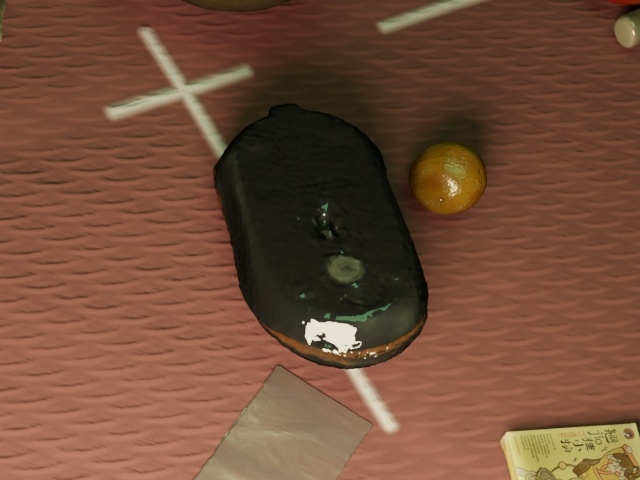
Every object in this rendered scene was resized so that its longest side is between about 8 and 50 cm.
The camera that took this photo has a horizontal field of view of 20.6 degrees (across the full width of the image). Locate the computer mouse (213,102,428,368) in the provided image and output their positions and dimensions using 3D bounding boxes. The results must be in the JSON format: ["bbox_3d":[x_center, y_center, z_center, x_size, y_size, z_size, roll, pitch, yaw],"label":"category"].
[{"bbox_3d":[-0.001,0.004,1.754,0.183,0.116,0.323,-5,49,-15],"label":"computer mouse"}]

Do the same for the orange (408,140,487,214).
[{"bbox_3d":[0.135,-0.066,1.866,0.085,0.085,0.085,7,54,-10],"label":"orange"}]

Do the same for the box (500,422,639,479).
[{"bbox_3d":[0.255,0.219,1.729,0.149,0.020,0.073,-2,56,-17],"label":"box"}]

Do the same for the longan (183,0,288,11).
[{"bbox_3d":[-0.098,-0.388,1.908,0.297,0.297,0.297,7,54,-10],"label":"longan"}]

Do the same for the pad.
[{"bbox_3d":[-0.041,0.210,1.665,0.113,0.006,0.188,31,53,9],"label":"pad"}]

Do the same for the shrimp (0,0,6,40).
[{"bbox_3d":[-0.431,-0.249,1.832,0.221,0.110,0.446,-1,52,-9],"label":"shrimp"}]

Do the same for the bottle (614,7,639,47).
[{"bbox_3d":[0.397,-0.261,2.092,0.096,0.045,0.045,-20,63,-24],"label":"bottle"}]

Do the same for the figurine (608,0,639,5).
[{"bbox_3d":[0.452,-0.429,2.139,0.211,0.261,0.270,18,46,-37],"label":"figurine"}]
